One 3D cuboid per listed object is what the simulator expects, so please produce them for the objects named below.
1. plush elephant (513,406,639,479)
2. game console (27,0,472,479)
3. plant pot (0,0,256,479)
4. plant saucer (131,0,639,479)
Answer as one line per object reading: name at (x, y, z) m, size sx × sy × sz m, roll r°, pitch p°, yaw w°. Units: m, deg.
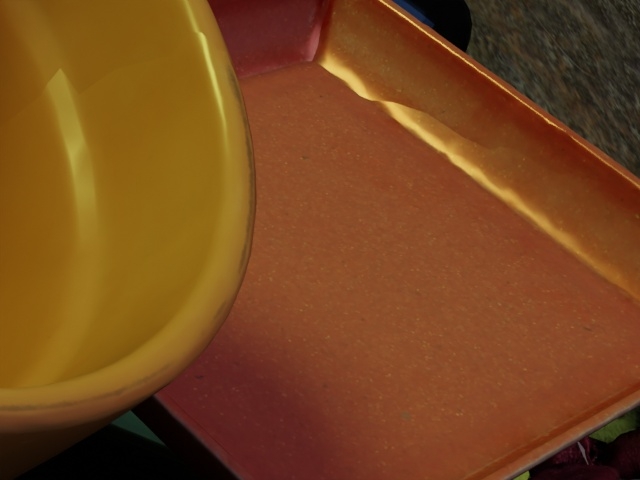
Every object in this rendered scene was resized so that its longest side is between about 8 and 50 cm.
plush elephant at (0.156, 0.116, 0.761) m, size 0.330 × 0.272 × 0.255 m, roll 74°, pitch 27°, yaw -49°
game console at (-0.047, -0.029, 0.731) m, size 0.293 × 0.173 × 0.250 m, roll 29°, pitch 35°, yaw -42°
plant pot at (-0.188, -0.031, 0.436) m, size 0.291 × 0.203 × 0.291 m, roll 37°, pitch 31°, yaw -27°
plant saucer at (0.000, 0.000, 0.616) m, size 0.258 × 0.047 × 0.259 m, roll 40°, pitch 38°, yaw 28°
